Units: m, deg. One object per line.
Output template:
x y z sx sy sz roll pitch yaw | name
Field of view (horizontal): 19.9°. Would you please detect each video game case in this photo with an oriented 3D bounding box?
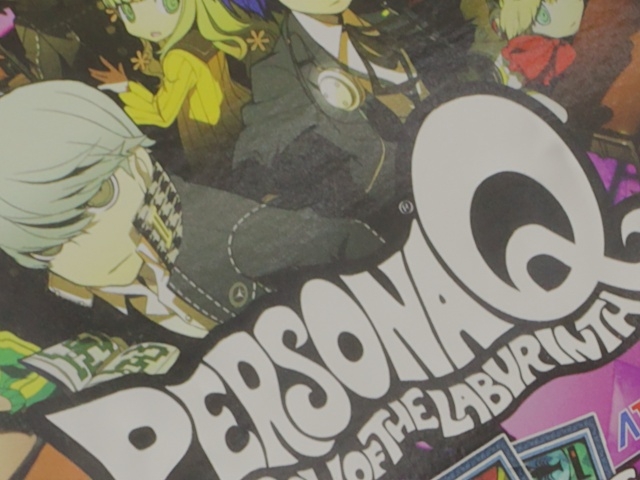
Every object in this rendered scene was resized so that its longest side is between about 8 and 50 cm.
-0.002 -0.017 0.402 0.232 0.042 0.210 -31 88 -8 | video game case
